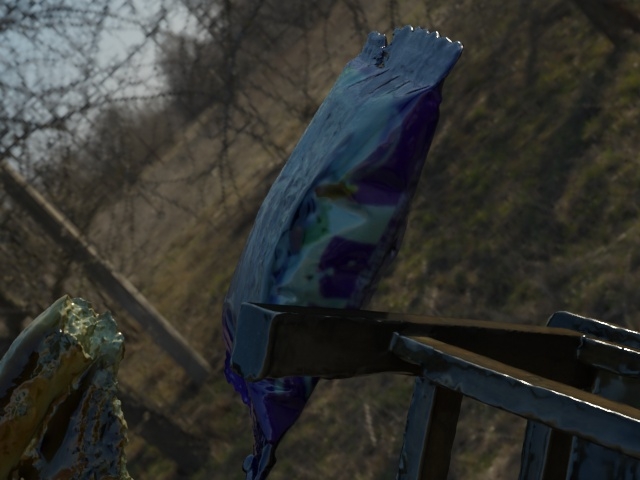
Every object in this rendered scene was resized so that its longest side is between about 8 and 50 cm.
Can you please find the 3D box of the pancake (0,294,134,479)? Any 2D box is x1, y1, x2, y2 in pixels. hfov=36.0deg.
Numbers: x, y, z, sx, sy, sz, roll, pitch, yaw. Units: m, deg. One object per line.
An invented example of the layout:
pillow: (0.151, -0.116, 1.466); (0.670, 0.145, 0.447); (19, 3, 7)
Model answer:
pancake: (-0.211, 0.210, 0.839); (0.266, 0.244, 0.057); (-54, -13, 5)

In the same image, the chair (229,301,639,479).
chair: (0.177, 0.148, 0.427); (0.240, 0.416, 0.203); (10, 92, 43)

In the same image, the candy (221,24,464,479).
candy: (0.000, 0.000, 0.587); (0.275, 0.070, 0.145); (-66, 23, 9)
